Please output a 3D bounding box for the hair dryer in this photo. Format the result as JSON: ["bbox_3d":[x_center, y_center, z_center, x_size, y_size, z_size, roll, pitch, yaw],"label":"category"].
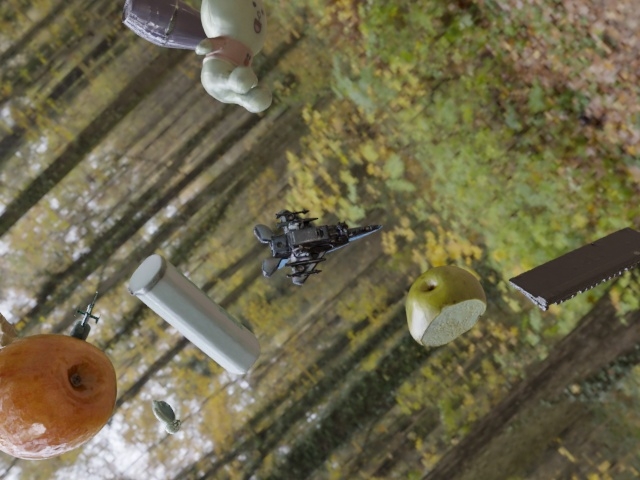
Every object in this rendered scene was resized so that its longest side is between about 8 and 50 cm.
[{"bbox_3d":[-0.350,-0.578,2.115,0.301,0.121,0.361,12,-147,-29],"label":"hair dryer"}]

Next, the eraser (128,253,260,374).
[{"bbox_3d":[-0.271,0.158,1.829,0.290,0.104,0.189,43,169,-21],"label":"eraser"}]

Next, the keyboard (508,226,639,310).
[{"bbox_3d":[0.303,0.028,0.961,0.060,0.196,0.018,38,140,47],"label":"keyboard"}]

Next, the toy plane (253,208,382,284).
[{"bbox_3d":[-0.001,-0.004,1.666,0.078,0.246,0.169,65,-169,-62],"label":"toy plane"}]

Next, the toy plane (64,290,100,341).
[{"bbox_3d":[-0.600,0.229,2.141,0.060,0.235,0.096,28,-143,-5],"label":"toy plane"}]

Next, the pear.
[{"bbox_3d":[0.196,0.098,1.400,0.141,0.141,0.104,44,-168,-51],"label":"pear"}]

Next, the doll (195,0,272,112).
[{"bbox_3d":[-0.155,-0.353,1.480,0.155,0.113,0.274,22,-121,-57],"label":"doll"}]

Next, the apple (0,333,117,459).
[{"bbox_3d":[-0.626,0.351,1.968,0.299,0.275,0.299,51,-154,-37],"label":"apple"}]

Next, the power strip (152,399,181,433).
[{"bbox_3d":[-0.308,0.352,1.726,0.055,0.035,0.083,23,-155,-54],"label":"power strip"}]

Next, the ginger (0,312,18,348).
[{"bbox_3d":[-0.702,0.144,1.581,0.288,0.089,0.075,20,-138,-43],"label":"ginger"}]
